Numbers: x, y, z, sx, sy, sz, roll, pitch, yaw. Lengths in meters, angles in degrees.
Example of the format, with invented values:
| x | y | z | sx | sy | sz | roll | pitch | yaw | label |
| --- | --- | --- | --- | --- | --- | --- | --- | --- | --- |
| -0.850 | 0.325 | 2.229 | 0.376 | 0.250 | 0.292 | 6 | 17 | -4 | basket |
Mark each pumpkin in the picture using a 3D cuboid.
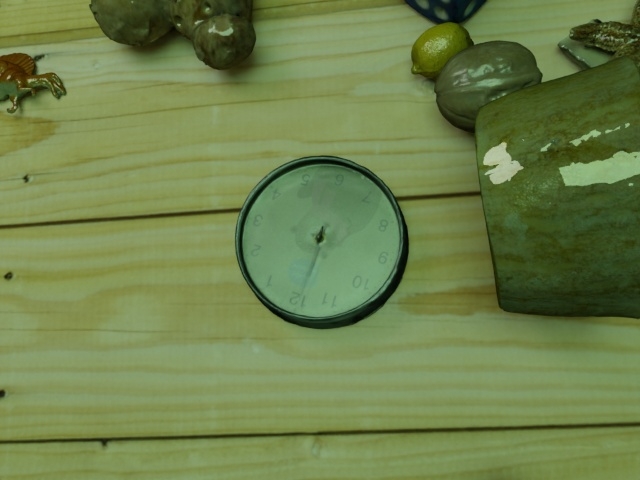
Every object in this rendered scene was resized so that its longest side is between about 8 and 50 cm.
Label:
| x | y | z | sx | sy | sz | roll | pitch | yaw | label |
| --- | --- | --- | --- | --- | --- | --- | --- | --- | --- |
| 0.304 | -0.061 | 0.799 | 0.199 | 0.332 | 0.332 | -1 | 77 | 12 | pumpkin |

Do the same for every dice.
| x | y | z | sx | sy | sz | roll | pitch | yaw | label |
| --- | --- | --- | --- | --- | --- | --- | --- | --- | --- |
| 0.211 | -0.454 | 0.992 | 0.143 | 0.146 | 0.146 | 41 | 85 | 16 | dice |

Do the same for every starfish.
| x | y | z | sx | sy | sz | roll | pitch | yaw | label |
| --- | --- | --- | --- | --- | --- | --- | --- | --- | --- |
| 0.502 | -0.299 | 0.916 | 0.236 | 0.062 | 0.277 | 24 | 68 | 18 | starfish |

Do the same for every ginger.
| x | y | z | sx | sy | sz | roll | pitch | yaw | label |
| --- | --- | --- | --- | --- | --- | --- | --- | --- | --- |
| -0.229 | -0.419 | 1.036 | 0.304 | 0.155 | 0.244 | 23 | 79 | 13 | ginger |

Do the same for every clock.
| x | y | z | sx | sy | sz | roll | pitch | yaw | label |
| --- | --- | --- | --- | --- | --- | --- | --- | --- | --- |
| 0.000 | 0.000 | 0.959 | 0.281 | 0.055 | 0.280 | -2 | 76 | 7 | clock |

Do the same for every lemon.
| x | y | z | sx | sy | sz | roll | pitch | yaw | label |
| --- | --- | --- | --- | --- | --- | --- | --- | --- | --- |
| 0.194 | -0.309 | 0.993 | 0.111 | 0.082 | 0.082 | -29 | 75 | 2 | lemon |

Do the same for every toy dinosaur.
| x | y | z | sx | sy | sz | roll | pitch | yaw | label |
| --- | --- | --- | --- | --- | --- | --- | --- | --- | --- |
| -0.581 | -0.312 | 1.110 | 0.142 | 0.057 | 0.212 | -37 | 76 | -14 | toy dinosaur |

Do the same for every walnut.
| x | y | z | sx | sy | sz | roll | pitch | yaw | label |
| --- | --- | --- | --- | --- | --- | --- | --- | --- | --- |
| 0.261 | -0.236 | 0.941 | 0.162 | 0.140 | 0.140 | -9 | 76 | 17 | walnut |

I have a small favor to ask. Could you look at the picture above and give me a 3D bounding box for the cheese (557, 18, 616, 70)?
| x | y | z | sx | sy | sz | roll | pitch | yaw | label |
| --- | --- | --- | --- | --- | --- | --- | --- | --- | --- |
| 0.528 | -0.199 | 0.919 | 0.085 | 0.034 | 0.400 | -36 | 64 | -5 | cheese |
